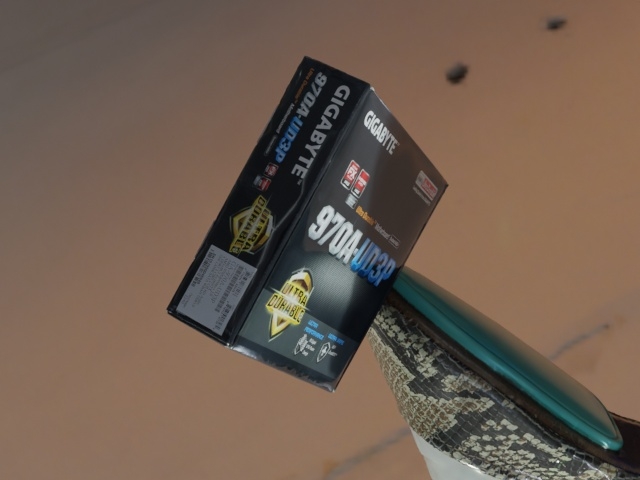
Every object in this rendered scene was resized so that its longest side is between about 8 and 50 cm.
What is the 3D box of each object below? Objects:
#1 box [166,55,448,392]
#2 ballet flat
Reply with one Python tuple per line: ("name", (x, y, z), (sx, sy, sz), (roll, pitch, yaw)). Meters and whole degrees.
("box", (0.000, 0.000, 0.918), (0.051, 0.220, 0.175), (27, -94, 21))
("ballet flat", (0.213, 0.188, 1.081), (0.483, 0.182, 0.164), (24, -169, -6))
